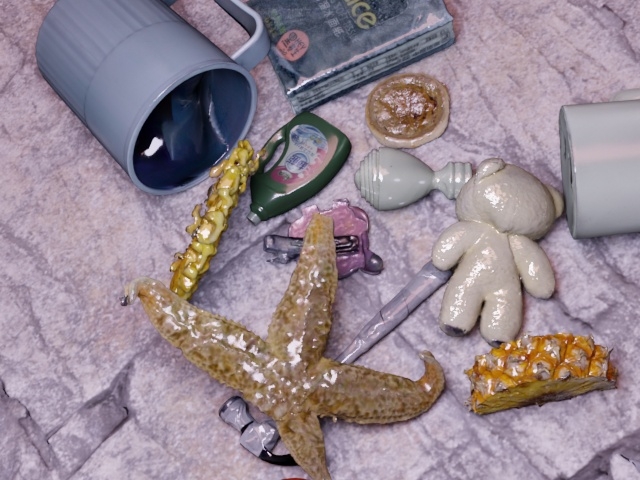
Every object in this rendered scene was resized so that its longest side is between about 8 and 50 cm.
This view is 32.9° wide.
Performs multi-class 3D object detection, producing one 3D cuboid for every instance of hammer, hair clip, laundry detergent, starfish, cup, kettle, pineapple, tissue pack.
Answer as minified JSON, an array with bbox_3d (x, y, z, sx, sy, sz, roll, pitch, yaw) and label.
[{"bbox_3d":[0.038,0.171,1.676,0.427,0.044,0.152,-45,66,-10],"label":"hammer"},{"bbox_3d":[0.000,0.004,1.762,0.187,0.056,0.146,-8,63,-1],"label":"hair clip"},{"bbox_3d":[-0.055,-0.115,1.818,0.137,0.063,0.211,37,80,26],"label":"laundry detergent"},{"bbox_3d":[-0.035,0.137,1.587,0.324,0.082,0.432,-41,89,-11],"label":"starfish"},{"bbox_3d":[-0.284,-0.299,1.824,0.311,0.257,0.331,44,110,27],"label":"cup"},{"bbox_3d":[0.527,-0.124,1.643,0.318,0.265,0.205,-6,101,10],"label":"kettle"},{"bbox_3d":[0.313,0.183,1.560,0.233,0.135,0.079,-11,63,8],"label":"pineapple"},{"bbox_3d":[0.051,-0.380,1.892,0.315,0.103,0.228,-25,64,1],"label":"tissue pack"}]

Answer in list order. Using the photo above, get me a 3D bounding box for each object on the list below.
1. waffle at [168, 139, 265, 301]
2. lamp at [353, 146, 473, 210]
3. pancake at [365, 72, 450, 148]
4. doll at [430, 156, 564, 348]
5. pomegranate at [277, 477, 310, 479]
[{"bbox_3d":[-0.176,-0.031,1.727,0.060,0.262,0.280,27,30,-11],"label":"waffle"},{"bbox_3d":[0.150,-0.098,1.750,0.193,0.106,0.106,1,65,1],"label":"lamp"},{"bbox_3d":[0.148,-0.223,1.843,0.151,0.025,0.152,-5,64,11],"label":"pancake"},{"bbox_3d":[0.260,0.023,1.668,0.149,0.175,0.278,0,70,58],"label":"doll"},{"bbox_3d":[-0.056,0.434,1.489,0.235,0.210,0.210,-39,59,29],"label":"pomegranate"}]
